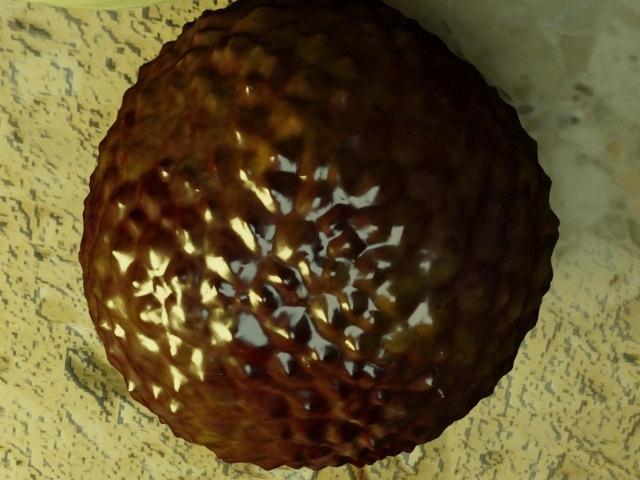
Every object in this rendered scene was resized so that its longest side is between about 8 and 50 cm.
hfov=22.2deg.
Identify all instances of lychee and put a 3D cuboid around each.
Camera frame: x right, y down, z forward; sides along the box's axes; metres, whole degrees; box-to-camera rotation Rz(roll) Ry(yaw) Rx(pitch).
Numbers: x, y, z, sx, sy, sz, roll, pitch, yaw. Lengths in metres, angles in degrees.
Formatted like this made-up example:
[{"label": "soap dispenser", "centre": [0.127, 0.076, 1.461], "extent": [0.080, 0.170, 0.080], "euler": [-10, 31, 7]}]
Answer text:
[{"label": "lychee", "centre": [0.000, 0.000, 0.856], "extent": [0.260, 0.260, 0.260], "euler": [1, 119, 1]}]

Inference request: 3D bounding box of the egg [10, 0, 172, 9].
[{"label": "egg", "centre": [-0.087, -0.220, 0.756], "extent": [0.201, 0.201, 0.244], "euler": [17, 108, -8]}]
